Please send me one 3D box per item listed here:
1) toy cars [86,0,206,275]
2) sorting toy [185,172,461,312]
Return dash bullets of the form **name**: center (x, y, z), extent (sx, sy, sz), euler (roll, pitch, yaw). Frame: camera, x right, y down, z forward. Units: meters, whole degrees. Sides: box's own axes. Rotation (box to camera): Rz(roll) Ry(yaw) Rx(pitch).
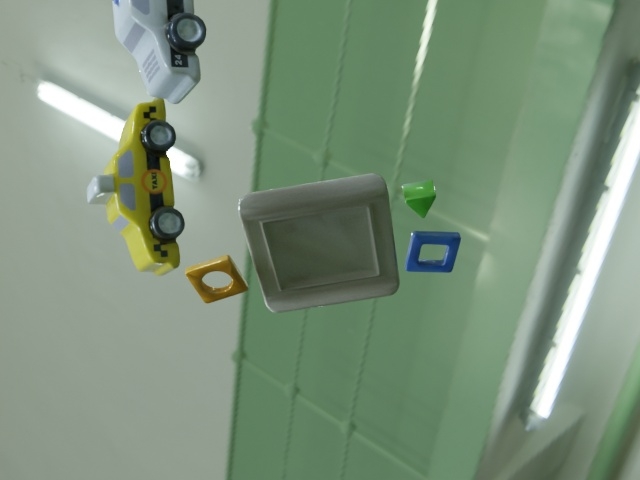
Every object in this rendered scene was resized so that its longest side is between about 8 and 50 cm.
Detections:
- **toy cars**: center (-0.186, -0.143, 0.959), extent (0.087, 0.176, 0.393), euler (-4, -57, -24)
- **sorting toy**: center (0.000, 0.000, 1.187), extent (0.047, 0.348, 0.196), euler (-96, -4, -47)
